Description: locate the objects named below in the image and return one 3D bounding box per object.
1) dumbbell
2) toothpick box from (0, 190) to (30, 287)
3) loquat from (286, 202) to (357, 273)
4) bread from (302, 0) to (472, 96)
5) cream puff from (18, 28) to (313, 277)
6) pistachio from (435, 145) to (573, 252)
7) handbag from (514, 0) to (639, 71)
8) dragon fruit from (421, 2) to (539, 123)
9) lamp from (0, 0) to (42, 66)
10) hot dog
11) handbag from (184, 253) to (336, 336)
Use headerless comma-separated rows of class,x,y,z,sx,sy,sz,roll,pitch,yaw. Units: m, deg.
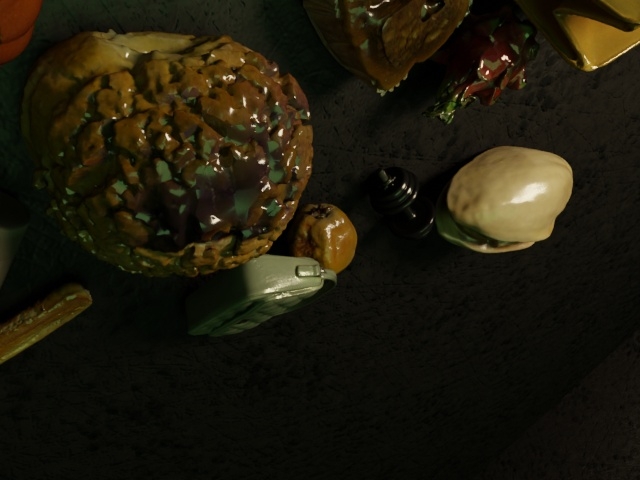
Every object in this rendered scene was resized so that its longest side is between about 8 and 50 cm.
dumbbell,0.155,-0.066,0.915,0.099,0.099,0.208,-43,132,1
toothpick box,-0.439,0.027,0.588,0.111,0.111,0.181,19,110,-40
loquat,0.000,0.000,0.855,0.137,0.113,0.137,-8,116,-18
bread,0.102,-0.338,0.683,0.210,0.110,0.192,-42,135,0
cream puff,-0.169,-0.098,0.595,0.327,0.231,0.343,-48,133,10
pistachio,0.370,-0.086,0.987,0.317,0.214,0.193,-15,165,-25
handbag,0.464,-0.452,0.739,0.401,0.283,0.133,-33,169,-14
dragon fruit,0.248,-0.285,0.798,0.236,0.137,0.135,-40,133,4
lamp,-0.357,-0.226,0.406,0.223,0.197,0.223,-26,169,-5
hot dog,-0.435,0.128,0.706,0.215,0.047,0.066,-34,147,-9
handbag,-0.088,0.098,0.817,0.219,0.079,0.256,3,155,-37
